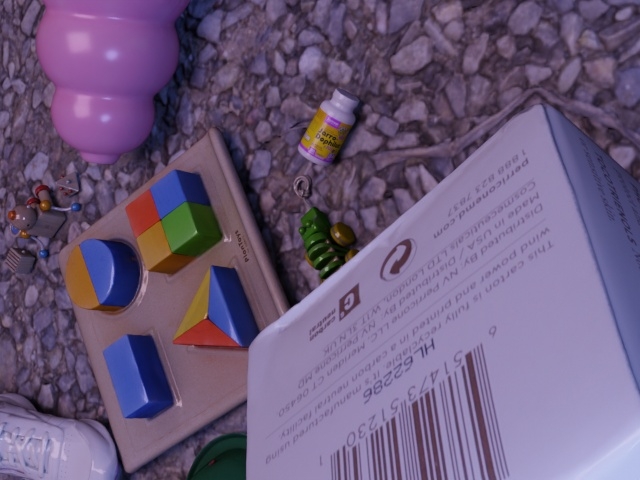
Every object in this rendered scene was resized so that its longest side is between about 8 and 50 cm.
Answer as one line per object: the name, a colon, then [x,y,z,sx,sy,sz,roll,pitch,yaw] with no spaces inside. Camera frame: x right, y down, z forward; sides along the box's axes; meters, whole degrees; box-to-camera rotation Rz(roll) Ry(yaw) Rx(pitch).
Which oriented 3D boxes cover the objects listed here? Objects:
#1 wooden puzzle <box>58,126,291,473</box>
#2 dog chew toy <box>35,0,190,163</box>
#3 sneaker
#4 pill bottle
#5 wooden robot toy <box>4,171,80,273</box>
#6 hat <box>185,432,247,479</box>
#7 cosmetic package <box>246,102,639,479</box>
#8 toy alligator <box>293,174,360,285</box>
wooden puzzle: [-0.198,0.077,1.494,0.348,0.080,0.322,-37,64,31]
dog chew toy: [-0.262,-0.261,1.510,0.207,0.207,0.331,15,103,39]
sneaker: [-0.393,0.279,1.590,0.305,0.152,0.114,9,93,39]
pill bottle: [0.011,-0.128,1.364,0.043,0.043,0.083,42,112,34]
wooden robot toy: [-0.405,-0.032,1.675,0.173,0.079,0.076,-50,58,24]
hat: [-0.160,0.323,1.372,0.173,0.183,0.208,39,110,35]
cosmetic package: [0.192,0.189,0.880,0.329,0.394,0.327,-41,29,25]
toy alligator: [0.000,0.000,1.356,0.056,0.051,0.189,-43,61,28]
